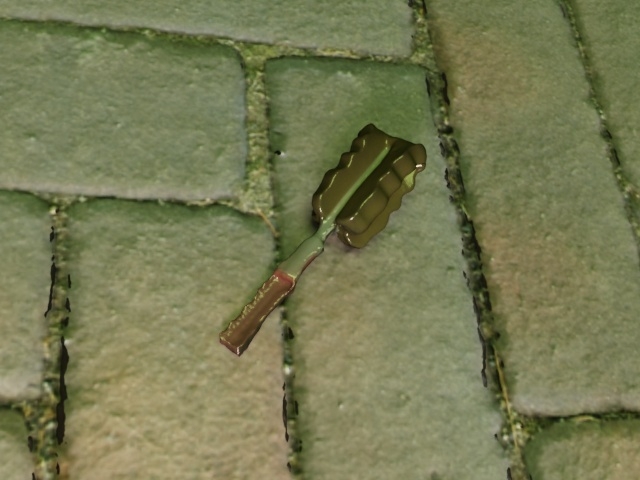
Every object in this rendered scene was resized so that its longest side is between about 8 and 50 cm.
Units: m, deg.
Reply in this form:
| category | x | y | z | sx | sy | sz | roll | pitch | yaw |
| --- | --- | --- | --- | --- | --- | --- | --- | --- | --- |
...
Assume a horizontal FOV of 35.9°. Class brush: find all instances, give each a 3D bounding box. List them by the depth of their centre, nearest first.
| category | x | y | z | sx | sy | sz | roll | pitch | yaw |
| --- | --- | --- | --- | --- | --- | --- | --- | --- | --- |
| brush | 0.000 | 0.000 | 0.998 | 0.084 | 0.071 | 0.301 | 29 | 63 | 20 |
